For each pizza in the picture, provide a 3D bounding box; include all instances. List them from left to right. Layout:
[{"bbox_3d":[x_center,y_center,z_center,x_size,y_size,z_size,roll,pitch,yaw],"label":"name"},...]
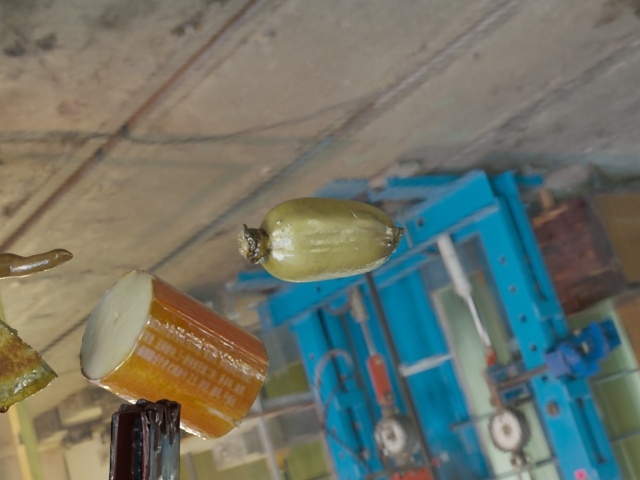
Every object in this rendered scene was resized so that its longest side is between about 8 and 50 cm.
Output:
[{"bbox_3d":[-0.634,0.211,1.889,0.336,0.226,0.086,-1,141,-1],"label":"pizza"}]

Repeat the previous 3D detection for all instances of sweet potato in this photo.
[{"bbox_3d":[-0.410,0.030,1.361,0.179,0.044,0.044,3,165,3],"label":"sweet potato"}]

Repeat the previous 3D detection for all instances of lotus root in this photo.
[{"bbox_3d":[-0.001,-0.003,1.821,0.303,0.146,0.131,-3,180,-22],"label":"lotus root"}]

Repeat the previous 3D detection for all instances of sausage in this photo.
[{"bbox_3d":[-0.279,0.217,1.989,0.233,0.233,0.287,-28,129,35],"label":"sausage"}]

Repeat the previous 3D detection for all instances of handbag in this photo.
[{"bbox_3d":[-0.275,0.388,1.648,0.084,0.275,0.260,1,173,4],"label":"handbag"}]
